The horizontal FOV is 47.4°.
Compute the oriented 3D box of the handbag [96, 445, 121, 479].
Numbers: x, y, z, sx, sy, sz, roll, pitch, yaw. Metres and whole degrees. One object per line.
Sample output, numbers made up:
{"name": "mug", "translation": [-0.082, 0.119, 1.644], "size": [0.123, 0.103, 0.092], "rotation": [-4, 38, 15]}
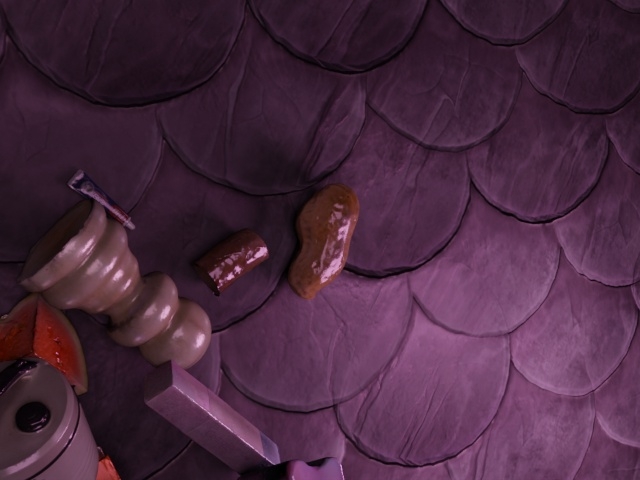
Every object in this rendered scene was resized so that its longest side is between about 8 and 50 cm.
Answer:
{"name": "handbag", "translation": [-0.484, 0.563, 1.194], "size": [0.410, 0.116, 0.304], "rotation": [-28, 102, -23]}

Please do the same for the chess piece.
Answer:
{"name": "chess piece", "translation": [-0.326, 0.098, 1.247], "size": [0.330, 0.182, 0.182], "rotation": [44, 73, -26]}

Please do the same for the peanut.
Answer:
{"name": "peanut", "translation": [0.000, 0.000, 1.431], "size": [0.120, 0.110, 0.237], "rotation": [23, 87, -46]}

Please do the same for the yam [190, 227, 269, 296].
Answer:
{"name": "yam", "translation": [-0.169, 0.037, 1.364], "size": [0.127, 0.084, 0.084], "rotation": [-39, 107, -24]}

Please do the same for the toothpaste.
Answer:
{"name": "toothpaste", "translation": [-0.383, -0.067, 1.288], "size": [0.140, 0.021, 0.037], "rotation": [43, 68, -17]}

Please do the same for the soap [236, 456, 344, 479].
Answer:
{"name": "soap", "translation": [-0.078, 0.506, 1.292], "size": [0.109, 0.324, 0.193], "rotation": [7, 64, -33]}

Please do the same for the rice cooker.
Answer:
{"name": "rice cooker", "translation": [-0.460, 0.308, 1.090], "size": [0.226, 0.226, 0.244], "rotation": [-23, 138, -24]}

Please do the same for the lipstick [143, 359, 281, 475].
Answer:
{"name": "lipstick", "translation": [-0.187, 0.333, 1.306], "size": [0.066, 0.068, 0.317], "rotation": [-33, 126, 11]}

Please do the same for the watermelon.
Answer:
{"name": "watermelon", "translation": [-0.491, 0.195, 1.197], "size": [0.145, 0.137, 0.193], "rotation": [-28, 86, 7]}
